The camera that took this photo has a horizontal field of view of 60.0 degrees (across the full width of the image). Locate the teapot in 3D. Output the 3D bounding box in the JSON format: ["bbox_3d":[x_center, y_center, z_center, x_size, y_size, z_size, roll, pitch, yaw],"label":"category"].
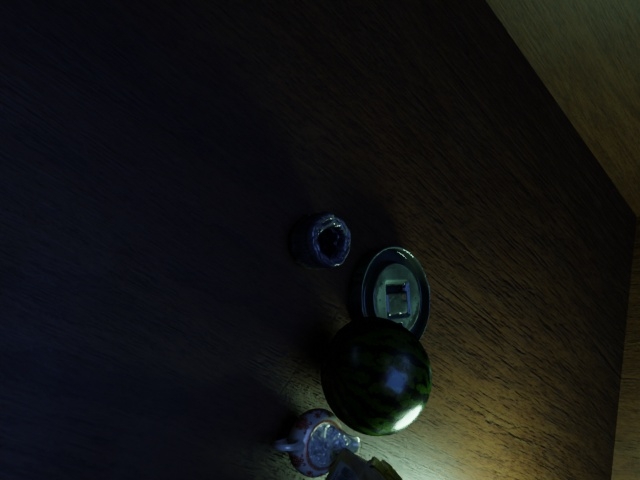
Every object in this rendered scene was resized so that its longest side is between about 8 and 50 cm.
[{"bbox_3d":[-0.020,0.492,1.350,0.245,0.116,0.159,6,94,-45],"label":"teapot"}]

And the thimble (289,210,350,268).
[{"bbox_3d":[-0.001,0.002,1.437,0.150,0.097,0.150,6,82,-42],"label":"thimble"}]

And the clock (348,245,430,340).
[{"bbox_3d":[0.208,0.172,1.630,0.312,0.061,0.313,7,80,-42],"label":"clock"}]

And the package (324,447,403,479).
[{"bbox_3d":[0.091,0.690,1.334,0.311,0.221,0.165,-62,149,-4],"label":"package"}]

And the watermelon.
[{"bbox_3d":[0.137,0.340,1.394,0.285,0.285,0.285,7,80,-42],"label":"watermelon"}]
